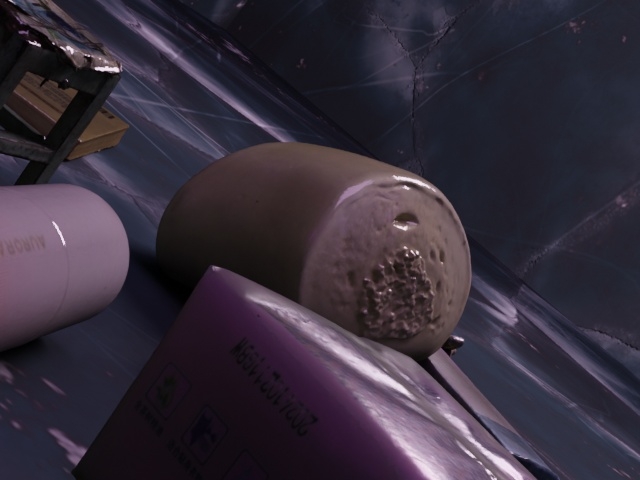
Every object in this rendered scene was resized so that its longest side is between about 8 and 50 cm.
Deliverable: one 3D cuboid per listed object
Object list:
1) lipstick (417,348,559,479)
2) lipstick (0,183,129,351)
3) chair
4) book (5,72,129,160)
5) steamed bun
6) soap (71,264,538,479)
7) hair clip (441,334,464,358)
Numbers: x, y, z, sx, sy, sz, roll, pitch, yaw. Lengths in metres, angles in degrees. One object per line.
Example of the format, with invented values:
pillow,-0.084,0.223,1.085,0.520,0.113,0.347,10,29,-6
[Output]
lipstick,0.092,0.134,1.402,0.068,0.066,0.317,30,10,-34
lipstick,-0.180,0.018,0.807,0.087,0.087,0.327,38,8,5
chair,-0.204,-0.160,1.069,0.147,0.270,0.136,39,7,17
book,-0.271,-0.138,1.534,0.161,0.026,0.231,36,8,0
steamed bun,0.000,0.000,1.336,0.200,0.155,0.250,20,-1,37
soap,0.013,0.137,0.778,0.182,0.138,0.199,30,10,-47
hair clip,0.106,0.105,1.717,0.062,0.056,0.214,17,6,-19
